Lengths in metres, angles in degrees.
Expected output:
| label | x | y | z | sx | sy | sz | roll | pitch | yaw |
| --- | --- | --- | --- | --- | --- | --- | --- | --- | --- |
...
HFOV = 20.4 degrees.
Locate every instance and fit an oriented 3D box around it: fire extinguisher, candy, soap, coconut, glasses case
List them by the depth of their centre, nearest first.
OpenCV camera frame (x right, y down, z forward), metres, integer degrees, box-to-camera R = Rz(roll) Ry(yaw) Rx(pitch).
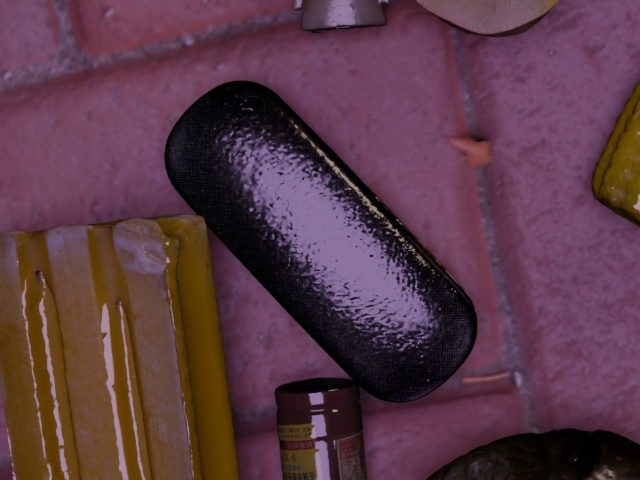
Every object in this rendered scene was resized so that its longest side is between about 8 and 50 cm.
| label | x | y | z | sx | sy | sz | roll | pitch | yaw |
| --- | --- | --- | --- | --- | --- | --- | --- | --- | --- |
| coconut | 0.137 | -0.238 | 1.461 | 0.147 | 0.152 | 0.147 | 0 | 91 | 5 |
| candy | 0.304 | -0.101 | 1.490 | 0.106 | 0.094 | 0.199 | 22 | 88 | 4 |
| soap | -0.172 | 0.138 | 1.515 | 0.199 | 0.091 | 0.315 | -7 | 92 | 28 |
| glasses case | 0.000 | 0.000 | 1.524 | 0.122 | 0.082 | 0.321 | -44 | 89 | 9 |
| fire extinguisher | 0.024 | 0.246 | 1.542 | 0.106 | 0.075 | 0.252 | -6 | 93 | 5 |

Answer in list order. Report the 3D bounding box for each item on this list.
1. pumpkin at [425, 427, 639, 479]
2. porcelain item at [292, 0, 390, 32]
| label | x | y | z | sx | sy | sz | roll | pitch | yaw |
| --- | --- | --- | --- | --- | --- | --- | --- | --- | --- |
| pumpkin | 0.200 | 0.310 | 1.473 | 0.320 | 0.192 | 0.320 | 0 | 93 | 3 |
| porcelain item | 0.011 | -0.286 | 1.518 | 0.084 | 0.054 | 0.213 | -5 | 94 | 2 |
